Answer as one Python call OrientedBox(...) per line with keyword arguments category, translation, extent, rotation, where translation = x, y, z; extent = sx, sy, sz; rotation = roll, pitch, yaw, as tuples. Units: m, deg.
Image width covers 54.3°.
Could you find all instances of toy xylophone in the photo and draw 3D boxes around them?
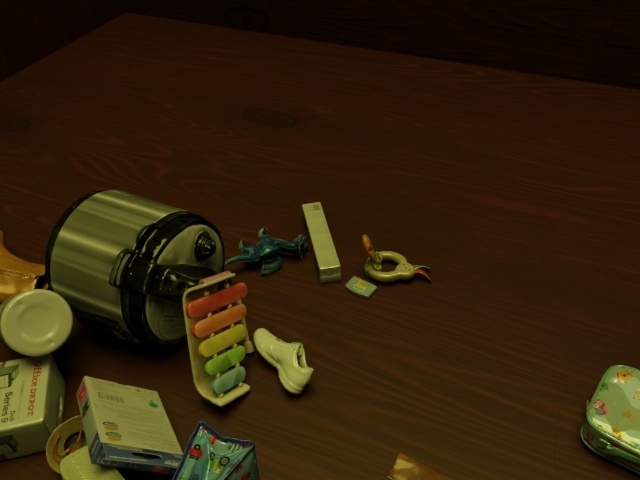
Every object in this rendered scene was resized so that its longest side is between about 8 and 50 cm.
OrientedBox(category="toy xylophone", translation=(-0.236, 0.226, 1.533), extent=(0.081, 0.322, 0.236), rotation=(0, 19, 33))

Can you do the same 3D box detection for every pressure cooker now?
OrientedBox(category="pressure cooker", translation=(-0.455, 0.075, 1.647), extent=(0.421, 0.375, 0.370), rotation=(16, 41, 22))

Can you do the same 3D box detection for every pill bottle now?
OrientedBox(category="pill bottle", translation=(-0.736, 0.207, 1.583), extent=(0.160, 0.160, 0.283), rotation=(-32, 11, -30))

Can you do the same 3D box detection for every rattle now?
OrientedBox(category="rattle", translation=(0.229, 0.047, 1.825), extent=(0.200, 0.142, 0.130), rotation=(9, 23, 23))

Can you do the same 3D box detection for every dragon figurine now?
OrientedBox(category="dragon figurine", translation=(-0.169, 0.046, 1.884), extent=(0.289, 0.085, 0.144), rotation=(-31, 48, -31))

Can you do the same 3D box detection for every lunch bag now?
OrientedBox(category="lunch bag", translation=(0.729, 0.417, 1.379), extent=(0.279, 0.107, 0.224), rotation=(23, 52, 29))
OrientedBox(category="lunch bag", translation=(-0.241, 0.544, 1.199), extent=(0.138, 0.220, 0.293), rotation=(15, 44, 20))

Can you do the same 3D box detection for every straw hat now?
OrientedBox(category="straw hat", translation=(-0.552, 0.466, 1.429), extent=(0.145, 0.144, 0.061), rotation=(-30, 5, -28))

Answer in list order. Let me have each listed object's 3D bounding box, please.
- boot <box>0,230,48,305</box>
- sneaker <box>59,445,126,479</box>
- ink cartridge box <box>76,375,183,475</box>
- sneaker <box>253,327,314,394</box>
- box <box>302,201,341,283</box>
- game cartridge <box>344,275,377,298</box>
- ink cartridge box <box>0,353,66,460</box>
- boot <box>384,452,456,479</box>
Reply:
OrientedBox(category="boot", translation=(-0.919, 0.081, 1.890), extent=(0.212, 0.104, 0.295), rotation=(-1, 45, -6))
OrientedBox(category="sneaker", translation=(-0.411, 0.557, 1.232), extent=(0.131, 0.148, 0.350), rotation=(-20, 30, -24))
OrientedBox(category="ink cartridge box", translation=(-0.415, 0.412, 1.355), extent=(0.186, 0.065, 0.311), rotation=(23, 5, -33))
OrientedBox(category="sneaker", translation=(-0.087, 0.283, 1.582), extent=(0.080, 0.094, 0.212), rotation=(17, 24, -52))
OrientedBox(category="box", translation=(0.000, 0.000, 1.945), extent=(0.067, 0.063, 0.324), rotation=(-10, 41, -7))
OrientedBox(category="game cartridge", translation=(0.115, 0.138, 1.814), extent=(0.083, 0.017, 0.056), rotation=(24, 51, 28))
OrientedBox(category="ink cartridge box", translation=(-0.773, 0.403, 1.472), extent=(0.290, 0.121, 0.211), rotation=(-10, 42, -10))
OrientedBox(category="boot", translation=(0.234, 0.570, 1.240), extent=(0.281, 0.096, 0.264), rotation=(15, 44, 21))
